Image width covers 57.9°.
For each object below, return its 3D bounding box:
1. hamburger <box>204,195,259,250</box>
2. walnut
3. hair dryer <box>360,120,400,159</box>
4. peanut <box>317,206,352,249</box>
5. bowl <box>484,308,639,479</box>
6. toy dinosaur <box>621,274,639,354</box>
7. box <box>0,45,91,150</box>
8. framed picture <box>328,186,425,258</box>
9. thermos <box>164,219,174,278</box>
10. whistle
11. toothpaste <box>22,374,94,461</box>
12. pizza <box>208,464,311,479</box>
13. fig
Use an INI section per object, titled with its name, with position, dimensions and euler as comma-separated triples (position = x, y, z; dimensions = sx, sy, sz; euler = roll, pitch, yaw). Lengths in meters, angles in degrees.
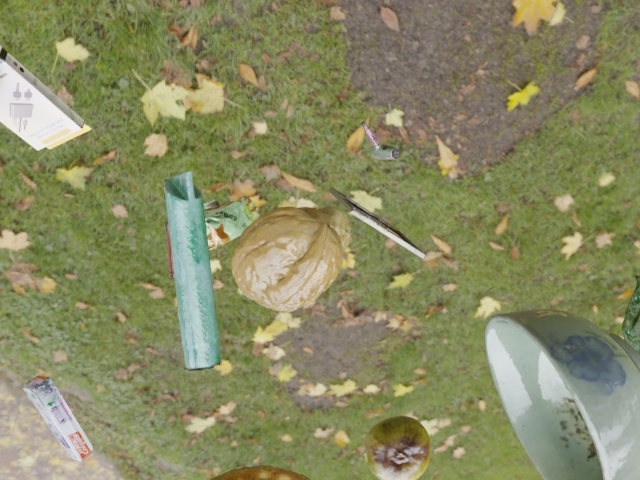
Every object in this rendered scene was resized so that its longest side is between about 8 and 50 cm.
[hamburger]
position = -0.295, -0.050, 1.631
dimensions = 0.235, 0.214, 0.125
euler = -11, 100, 41
[walnut]
position = -0.069, 0.034, 1.287
dimensions = 0.224, 0.257, 0.257
euler = 31, 115, -27
[hair dryer]
position = 0.175, -0.316, 1.837
dimensions = 0.154, 0.106, 0.054
euler = 44, 77, -27
[peanut]
position = 0.000, 0.000, 1.475
dimensions = 0.137, 0.122, 0.253
euler = 17, 154, -22
[bowl]
position = 0.363, 0.212, 0.804
dimensions = 0.146, 0.289, 0.289
euler = -21, 133, -6
[toy dinosaur]
position = 0.596, 0.225, 1.080
dimensions = 0.447, 0.087, 0.300
euler = 17, 88, -54
[box]
position = -0.596, -0.273, 1.165
dimensions = 0.129, 0.033, 0.247
euler = -21, 142, 17
[framed picture]
position = 0.182, -0.060, 1.873
dimensions = 0.315, 0.232, 0.024
euler = 32, 100, -25
[thermos]
position = -0.425, -0.002, 1.777
dimensions = 0.099, 0.124, 0.232
euler = -3, 102, -14
[whistle]
position = -0.124, 0.029, 0.556
dimensions = 0.039, 0.039, 0.186
euler = -7, 90, -12
[toothpaste]
position = -0.521, 0.356, 1.155
dimensions = 0.047, 0.040, 0.196
euler = 1, 120, 38
[pizza]
position = -0.136, 0.627, 1.336
dimensions = 0.336, 0.226, 0.086
euler = 9, 122, -28
[fig]
position = 0.165, 0.441, 1.227
dimensions = 0.153, 0.136, 0.121
euler = -32, 166, -38
